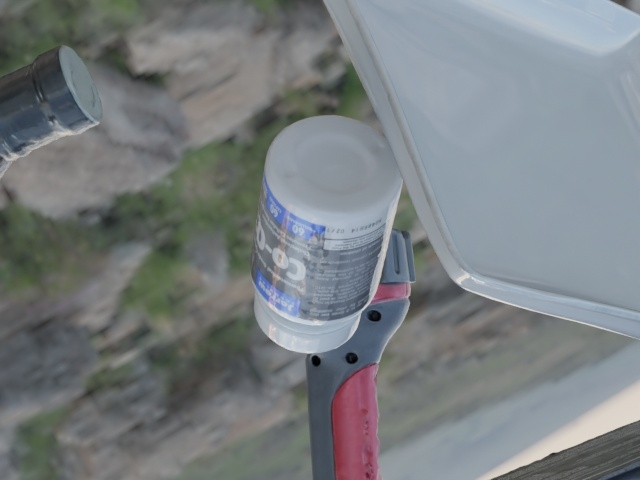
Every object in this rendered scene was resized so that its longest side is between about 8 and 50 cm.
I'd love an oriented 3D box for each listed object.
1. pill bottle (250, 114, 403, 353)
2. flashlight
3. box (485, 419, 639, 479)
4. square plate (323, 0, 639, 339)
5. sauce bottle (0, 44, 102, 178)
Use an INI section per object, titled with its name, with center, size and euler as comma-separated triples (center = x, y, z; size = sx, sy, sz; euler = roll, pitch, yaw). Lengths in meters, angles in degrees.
[pill bottle]
center = 0.000, 0.000, 1.098
size = 0.078, 0.078, 0.137
euler = -27, 150, -27
[flashlight]
center = 0.037, 0.144, 1.597
size = 0.103, 0.304, 0.103
euler = -4, 176, -18
[box]
center = 0.186, 0.230, 1.237
size = 0.296, 0.182, 0.294
euler = -20, 175, -15
[square plate]
center = 0.141, -0.057, 1.123
size = 0.347, 0.344, 0.049
euler = 16, 128, -37
[sauce bottle]
center = -0.341, -0.057, 1.546
size = 0.344, 0.111, 0.111
euler = -21, 174, 12
